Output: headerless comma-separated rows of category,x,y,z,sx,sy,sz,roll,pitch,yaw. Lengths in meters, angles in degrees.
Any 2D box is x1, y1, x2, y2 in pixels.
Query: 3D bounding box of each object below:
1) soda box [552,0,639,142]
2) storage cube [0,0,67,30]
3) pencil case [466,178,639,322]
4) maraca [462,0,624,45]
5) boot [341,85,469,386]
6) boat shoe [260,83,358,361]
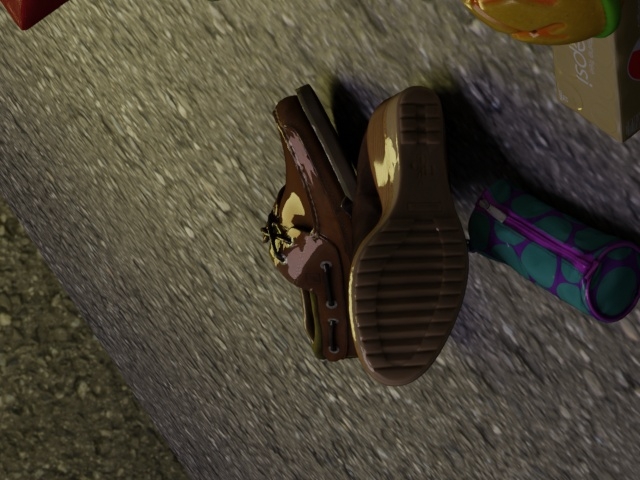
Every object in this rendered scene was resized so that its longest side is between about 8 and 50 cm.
soda box,0.178,-0.148,1.171,0.061,0.058,0.181,40,157,35
storage cube,-0.228,-0.318,1.622,0.183,0.215,0.193,53,169,-1
pencil case,0.175,0.007,1.449,0.070,0.064,0.152,33,179,-42
maraca,0.108,-0.174,1.029,0.127,0.099,0.185,38,171,36
boot,0.061,0.012,1.549,0.090,0.248,0.207,7,164,-4
boat shoe,0.000,0.000,1.757,0.110,0.104,0.307,-107,-3,-54
